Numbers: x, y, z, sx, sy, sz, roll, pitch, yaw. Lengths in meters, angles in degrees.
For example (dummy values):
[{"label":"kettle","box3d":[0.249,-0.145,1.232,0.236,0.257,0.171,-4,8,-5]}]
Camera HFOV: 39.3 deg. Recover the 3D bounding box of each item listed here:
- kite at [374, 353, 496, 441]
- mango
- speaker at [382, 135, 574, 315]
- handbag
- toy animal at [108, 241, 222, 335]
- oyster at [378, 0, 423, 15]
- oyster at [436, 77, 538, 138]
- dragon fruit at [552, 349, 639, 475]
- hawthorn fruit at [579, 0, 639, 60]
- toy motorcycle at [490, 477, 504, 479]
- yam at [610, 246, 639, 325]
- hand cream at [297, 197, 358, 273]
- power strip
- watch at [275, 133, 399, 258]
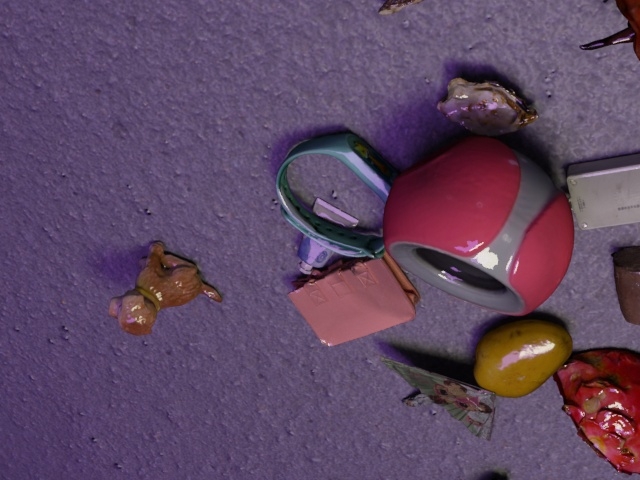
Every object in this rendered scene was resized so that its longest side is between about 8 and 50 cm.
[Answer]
[{"label":"kite","box3d":[0.241,0.305,1.713,0.323,0.013,0.267,40,150,-21]},{"label":"mango","box3d":[0.362,0.207,1.605,0.195,0.098,0.137,-29,108,27]},{"label":"speaker","box3d":[0.246,-0.012,1.371,0.294,0.294,0.294,10,128,13]},{"label":"handbag","box3d":[0.062,0.103,1.657,0.212,0.059,0.157,-23,116,30]},{"label":"toy animal","box3d":[-0.297,0.121,1.717,0.183,0.185,0.104,30,128,-4]},{"label":"oyster","box3d":[0.122,-0.357,1.291,0.083,0.080,0.038,-20,96,-6]},{"label":"oyster","box3d":[0.257,-0.206,1.362,0.148,0.051,0.103,27,143,8]},{"label":"dragon fruit","box3d":[0.540,0.292,1.584,0.261,0.163,0.189,34,101,-6]},{"label":"hawthorn fruit","box3d":[0.458,-0.301,1.090,0.300,0.254,0.254,-21,116,22]},{"label":"toy motorcycle","box3d":[0.326,0.694,1.889,0.172,0.232,0.416,22,130,18]},{"label":"yam","box3d":[0.523,0.076,1.460,0.084,0.084,0.127,-5,120,23]},{"label":"hand cream","box3d":[0.000,0.000,1.614,0.084,0.053,0.142,29,119,-2]},{"label":"power strip","box3d":[0.556,-0.090,1.347,0.367,0.043,0.106,-8,122,25]},{"label":"watch","box3d":[0.039,-0.071,1.517,0.237,0.068,0.195,40,121,-10]}]
